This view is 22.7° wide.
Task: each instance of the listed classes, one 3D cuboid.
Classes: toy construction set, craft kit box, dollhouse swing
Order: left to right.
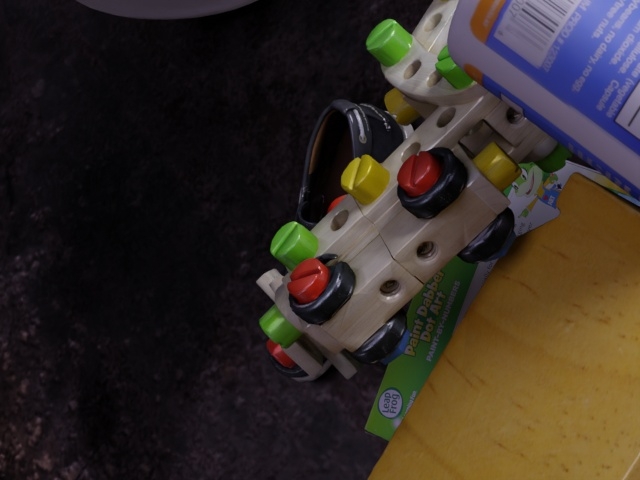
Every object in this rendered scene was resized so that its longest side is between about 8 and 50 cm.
[{"bbox_3d":[0.048,-0.029,1.126,0.328,0.151,0.215,-57,28,18],"label":"toy construction set"},{"bbox_3d":[0.176,0.072,1.154,0.246,0.061,0.250,24,96,35],"label":"craft kit box"},{"bbox_3d":[0.244,0.201,1.022,0.347,0.305,0.315,-61,24,9],"label":"dollhouse swing"}]

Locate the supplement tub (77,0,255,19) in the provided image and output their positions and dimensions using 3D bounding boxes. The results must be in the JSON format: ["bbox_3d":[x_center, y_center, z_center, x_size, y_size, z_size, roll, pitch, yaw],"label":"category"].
[{"bbox_3d":[-0.134,-0.370,1.359,0.228,0.228,0.316,-16,72,34],"label":"supplement tub"}]

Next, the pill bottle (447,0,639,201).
[{"bbox_3d":[0.223,-0.093,0.947,0.272,0.152,0.152,38,106,15],"label":"pill bottle"}]

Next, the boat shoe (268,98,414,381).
[{"bbox_3d":[0.000,0.000,1.285,0.084,0.079,0.233,23,97,36],"label":"boat shoe"}]
